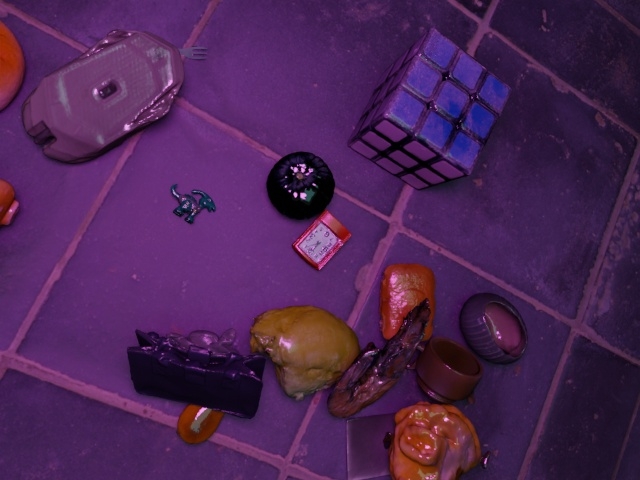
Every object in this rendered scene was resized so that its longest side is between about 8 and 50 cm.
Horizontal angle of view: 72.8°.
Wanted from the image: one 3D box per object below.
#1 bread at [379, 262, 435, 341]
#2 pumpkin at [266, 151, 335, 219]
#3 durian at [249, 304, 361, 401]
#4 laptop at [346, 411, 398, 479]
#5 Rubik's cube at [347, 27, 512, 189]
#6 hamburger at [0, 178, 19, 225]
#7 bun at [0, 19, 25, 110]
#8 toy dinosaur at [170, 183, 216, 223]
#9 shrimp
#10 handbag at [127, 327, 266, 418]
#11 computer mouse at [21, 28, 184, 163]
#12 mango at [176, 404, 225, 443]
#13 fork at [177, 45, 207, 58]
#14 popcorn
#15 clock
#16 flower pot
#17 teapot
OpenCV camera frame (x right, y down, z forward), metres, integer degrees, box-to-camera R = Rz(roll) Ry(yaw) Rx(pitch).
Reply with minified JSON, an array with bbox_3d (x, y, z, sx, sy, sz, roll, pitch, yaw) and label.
[{"bbox_3d":[0.263,0.191,1.339,0.174,0.121,0.245,4,90,-17],"label":"bread"},{"bbox_3d":[-0.057,-0.157,1.250,0.202,0.140,0.202,0,71,-1],"label":"pumpkin"},{"bbox_3d":[-0.037,0.303,1.219,0.340,0.204,0.255,-10,111,-24],"label":"durian"},{"bbox_3d":[0.207,0.636,1.357,0.269,0.015,0.187,0,88,-16],"label":"laptop"},{"bbox_3d":[0.307,-0.365,1.282,0.301,0.304,0.305,31,78,-13],"label":"Rubik's cube"},{"bbox_3d":[-0.843,-0.050,0.966,0.303,0.261,0.186,-40,103,4],"label":"hamburger"},{"bbox_3d":[-0.877,-0.437,1.011,0.299,0.165,0.298,1,86,-16],"label":"bun"},{"bbox_3d":[-0.362,-0.105,1.207,0.132,0.059,0.096,41,69,-20],"label":"toy dinosaur"},{"bbox_3d":[0.164,0.334,1.212,0.272,0.085,0.445,12,117,-47],"label":"shrimp"},{"bbox_3d":[-0.299,0.316,1.079,0.326,0.269,0.118,13,47,-5],"label":"handbag"},{"bbox_3d":[-0.542,-0.368,1.120,0.429,0.145,0.228,-33,104,-3],"label":"computer mouse"},{"bbox_3d":[-0.314,0.475,1.182,0.161,0.076,0.103,-44,95,-17],"label":"mango"},{"bbox_3d":[-0.440,-0.545,1.218,0.235,0.021,0.039,5,82,-15],"label":"fork"},{"bbox_3d":[0.308,0.620,1.260,0.316,0.281,0.297,27,75,-49],"label":"popcorn"},{"bbox_3d":[0.000,0.000,1.303,0.113,0.061,0.155,45,80,-10],"label":"clock"},{"bbox_3d":[0.555,0.283,1.401,0.189,0.157,0.243,-33,98,-14],"label":"flower pot"},{"bbox_3d":[0.367,0.413,1.341,0.268,0.185,0.175,28,110,10],"label":"teapot"}]
